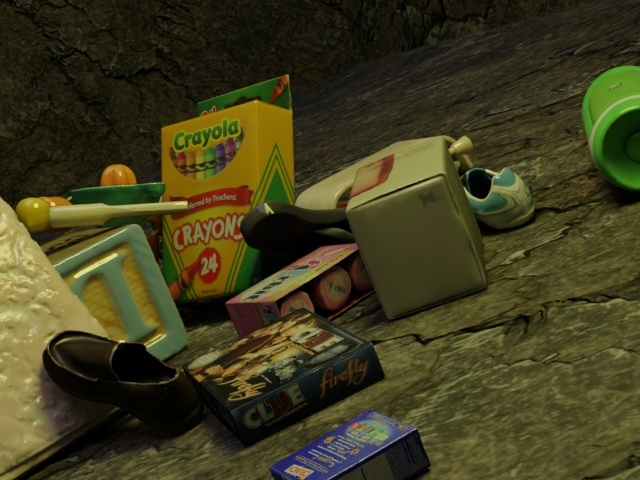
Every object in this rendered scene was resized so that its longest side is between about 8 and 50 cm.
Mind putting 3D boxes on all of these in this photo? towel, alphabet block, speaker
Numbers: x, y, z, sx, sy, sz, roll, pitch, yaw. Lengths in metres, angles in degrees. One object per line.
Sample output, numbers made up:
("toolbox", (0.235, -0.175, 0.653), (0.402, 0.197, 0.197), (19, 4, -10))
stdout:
("towel", (-0.414, 0.121, 1.491), (0.317, 0.332, 0.053), (-34, -7, -40))
("alphabet block", (-0.329, 0.101, 1.739), (0.193, 0.192, 0.197), (-28, 13, -34))
("speaker", (0.412, -0.152, 1.691), (0.131, 0.131, 0.296), (-19, 12, 14))

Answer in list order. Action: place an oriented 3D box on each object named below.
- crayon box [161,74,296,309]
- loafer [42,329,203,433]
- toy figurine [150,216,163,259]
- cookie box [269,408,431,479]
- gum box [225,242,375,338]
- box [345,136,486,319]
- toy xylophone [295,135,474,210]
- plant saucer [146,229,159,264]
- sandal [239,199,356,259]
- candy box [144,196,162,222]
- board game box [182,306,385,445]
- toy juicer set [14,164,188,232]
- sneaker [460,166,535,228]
("crayon box", (-0.134, -0.071, 1.841), (0.202, 0.318, 0.081), (-12, -15, 41))
("loafer", (-0.224, 0.140, 1.451), (0.220, 0.078, 0.080), (17, 39, 27))
("toy figurine", (-0.164, -0.021, 2.066), (0.209, 0.148, 0.213), (-24, 13, -10))
("cookie box", (0.024, 0.191, 1.087), (0.107, 0.040, 0.092), (-26, 13, -20))
("gum box", (-0.013, 0.064, 1.640), (0.188, 0.062, 0.107), (-31, 15, -36))
("box", (0.119, -0.020, 1.577), (0.127, 0.148, 0.232), (-20, 12, 10))
("toy xylophone", (0.108, -0.086, 2.032), (0.323, 0.081, 0.236), (-27, 13, -22))
("plant saucer", (-0.355, 0.089, 1.989), (0.259, 0.048, 0.258), (-39, 5, -14))
("sandal", (-0.001, 0.001, 1.749), (0.254, 0.054, 0.097), (2, -44, -42))
("candy box", (-0.190, -0.085, 1.998), (0.206, 0.027, 0.105), (-20, 17, 26))
("board game box", (-0.048, 0.143, 1.413), (0.165, 0.042, 0.243), (-25, 13, -14))
("toy juicer set", (-0.323, -0.061, 1.816), (0.209, 0.089, 0.329), (-4, 0, -19))
("sneaker", (0.204, -0.061, 1.756), (0.085, 0.086, 0.237), (-30, 13, -26))
